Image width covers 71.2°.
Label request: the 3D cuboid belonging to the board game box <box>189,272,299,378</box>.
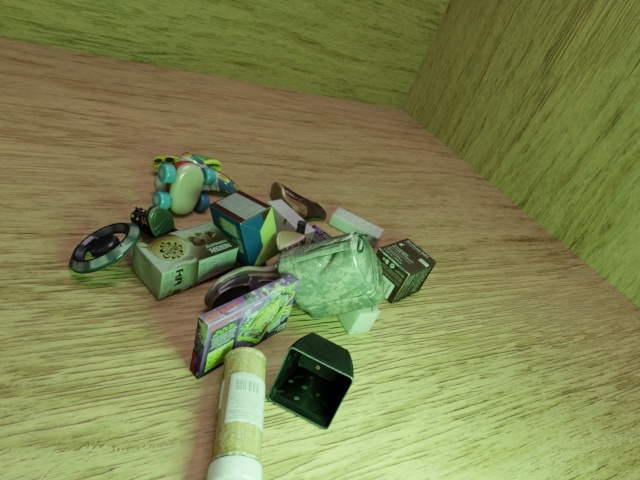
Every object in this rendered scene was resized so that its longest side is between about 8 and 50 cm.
[{"bbox_3d":[-0.211,0.238,1.292,0.056,0.208,0.346,39,36,24],"label":"board game box"}]

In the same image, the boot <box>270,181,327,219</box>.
[{"bbox_3d":[-0.104,-0.177,2.082,0.206,0.090,0.248,7,33,-43],"label":"boot"}]

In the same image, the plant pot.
[{"bbox_3d":[-0.013,0.371,1.257,0.188,0.188,0.167,25,20,5],"label":"plant pot"}]

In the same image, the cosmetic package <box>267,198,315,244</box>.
[{"bbox_3d":[-0.136,-0.056,1.835,0.231,0.118,0.085,41,36,27],"label":"cosmetic package"}]

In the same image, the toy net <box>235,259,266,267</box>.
[{"bbox_3d":[-0.270,0.037,1.698,0.121,0.045,0.232,-9,35,-2],"label":"toy net"}]

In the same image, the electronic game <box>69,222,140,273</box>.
[{"bbox_3d":[-0.670,0.020,1.395,0.229,0.048,0.229,-13,36,10],"label":"electronic game"}]

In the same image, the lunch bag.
[{"bbox_3d":[0.037,0.098,1.452,0.256,0.304,0.213,47,36,-49],"label":"lunch bag"}]

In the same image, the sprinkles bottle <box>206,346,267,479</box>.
[{"bbox_3d":[-0.196,0.434,1.099,0.121,0.121,0.356,13,34,-13],"label":"sprinkles bottle"}]

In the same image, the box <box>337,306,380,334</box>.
[{"bbox_3d":[0.093,0.198,1.613,0.094,0.113,0.275,-1,41,-33],"label":"box"}]

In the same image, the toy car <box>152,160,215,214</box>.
[{"bbox_3d":[-0.582,-0.235,1.775,0.237,0.211,0.219,30,21,35],"label":"toy car"}]

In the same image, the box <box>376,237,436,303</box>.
[{"bbox_3d":[0.318,0.119,1.800,0.203,0.167,0.168,-16,49,-44],"label":"box"}]

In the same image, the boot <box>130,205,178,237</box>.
[{"bbox_3d":[-0.582,-0.067,1.522,0.178,0.236,0.085,27,68,15],"label":"boot"}]

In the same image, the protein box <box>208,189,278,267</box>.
[{"bbox_3d":[-0.269,-0.040,1.592,0.135,0.200,0.201,-32,42,-31],"label":"protein box"}]

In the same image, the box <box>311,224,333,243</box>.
[{"bbox_3d":[0.000,0.000,1.913,0.162,0.029,0.116,36,35,18],"label":"box"}]

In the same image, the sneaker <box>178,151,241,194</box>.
[{"bbox_3d":[-0.491,-0.256,1.940,0.296,0.131,0.112,31,1,-25],"label":"sneaker"}]

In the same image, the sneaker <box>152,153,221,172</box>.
[{"bbox_3d":[-0.596,-0.326,1.987,0.295,0.110,0.123,-2,21,-33],"label":"sneaker"}]

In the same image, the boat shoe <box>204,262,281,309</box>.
[{"bbox_3d":[-0.205,0.163,1.470,0.355,0.132,0.130,-15,50,-42],"label":"boat shoe"}]

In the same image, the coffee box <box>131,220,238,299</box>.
[{"bbox_3d":[-0.445,0.059,1.490,0.168,0.119,0.297,39,38,26],"label":"coffee box"}]

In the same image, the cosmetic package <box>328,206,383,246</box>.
[{"bbox_3d":[0.165,-0.063,2.067,0.238,0.061,0.099,28,36,8],"label":"cosmetic package"}]

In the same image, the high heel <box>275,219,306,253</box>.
[{"bbox_3d":[-0.109,0.052,1.608,0.093,0.187,0.261,16,23,11],"label":"high heel"}]
